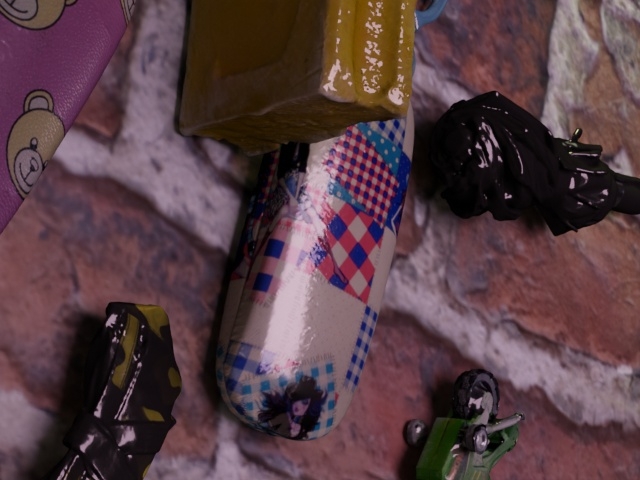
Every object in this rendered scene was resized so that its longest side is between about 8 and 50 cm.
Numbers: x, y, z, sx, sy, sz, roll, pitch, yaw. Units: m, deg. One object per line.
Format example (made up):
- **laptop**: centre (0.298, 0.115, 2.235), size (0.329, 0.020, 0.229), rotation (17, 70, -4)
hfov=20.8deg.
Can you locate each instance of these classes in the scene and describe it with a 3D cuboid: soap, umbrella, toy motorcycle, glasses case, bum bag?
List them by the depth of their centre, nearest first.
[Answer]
- **glasses case**: centre (-0.226, -0.109, 1.199), size (0.123, 0.076, 0.316), rotation (48, 53, -32)
- **bum bag**: centre (-0.156, 0.148, 1.252), size (0.107, 0.060, 0.232), rotation (50, 54, -41)
- **soap**: centre (-0.013, -0.235, 1.357), size (0.091, 0.199, 0.315), rotation (14, 75, -40)
- **glasses case**: centre (0.000, 0.000, 1.417), size (0.125, 0.076, 0.327), rotation (27, 69, -36)
- **toy motorcycle**: centre (0.123, 0.207, 1.534), size (0.106, 0.074, 0.190), rotation (57, 47, -37)
- **umbrella**: centre (0.220, -0.063, 1.659), size (0.340, 0.118, 0.118), rotation (9, 79, -52)

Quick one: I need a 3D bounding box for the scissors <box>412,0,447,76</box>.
- **scissors**: centre (0.057, -0.163, 1.539), size (0.125, 0.030, 0.256), rotation (23, 69, -39)
